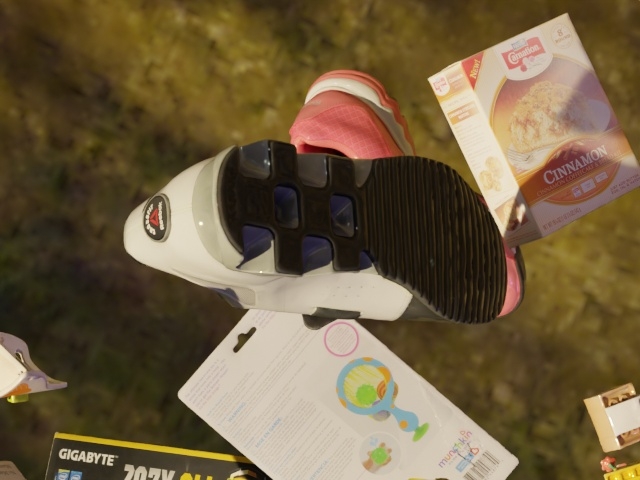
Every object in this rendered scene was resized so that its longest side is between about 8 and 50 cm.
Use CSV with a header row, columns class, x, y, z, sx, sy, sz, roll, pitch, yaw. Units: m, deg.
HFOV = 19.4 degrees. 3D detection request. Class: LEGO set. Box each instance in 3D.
class,x,y,z,sx,sy,sz,roll,pitch,yaw
LEGO set,0.309,0.244,1.547,0.287,0.132,0.107,38,177,3

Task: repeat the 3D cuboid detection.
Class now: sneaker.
class,x,y,z,sx,sy,sz,roll,pitch,yaw
sneaker,0.077,-0.022,1.908,0.314,0.136,0.116,47,128,-6
sneaker,0.000,0.000,1.388,0.331,0.122,0.146,16,158,-42

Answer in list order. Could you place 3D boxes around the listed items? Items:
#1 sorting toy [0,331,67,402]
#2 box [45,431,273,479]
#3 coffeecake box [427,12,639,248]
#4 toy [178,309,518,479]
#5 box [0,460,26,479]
class,x,y,z,sx,sy,sz,roll,pitch,yaw
sorting toy,-0.203,0.080,1.220,0.083,0.045,0.075,39,-164,29
box,-0.101,0.283,2.047,0.322,0.079,0.257,3,166,35
coffeecake box,0.211,-0.107,1.822,0.185,0.142,0.068,64,152,-1
toy,0.022,0.148,1.478,0.237,0.137,0.056,40,178,8
box,-0.243,0.314,1.572,0.275,0.094,0.113,46,-159,24
